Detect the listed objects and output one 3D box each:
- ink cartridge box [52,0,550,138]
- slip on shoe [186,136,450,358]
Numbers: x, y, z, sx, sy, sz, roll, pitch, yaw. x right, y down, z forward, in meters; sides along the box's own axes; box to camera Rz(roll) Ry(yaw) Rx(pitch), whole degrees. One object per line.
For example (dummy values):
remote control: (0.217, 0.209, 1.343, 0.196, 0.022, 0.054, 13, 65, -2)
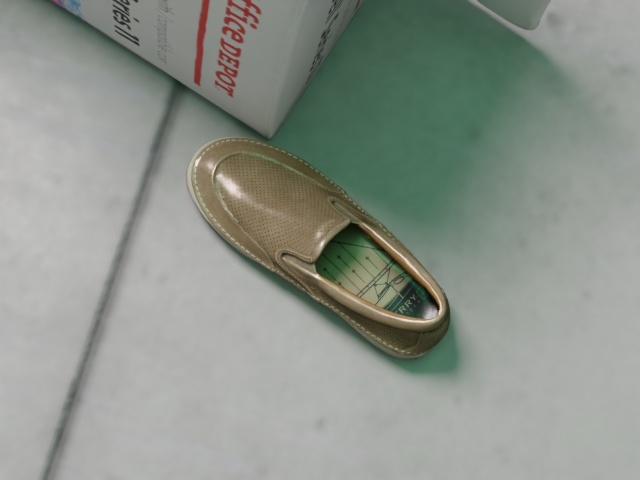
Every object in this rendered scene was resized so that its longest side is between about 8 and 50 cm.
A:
ink cartridge box: (-0.069, -0.168, 0.805, 0.353, 0.207, 0.119, 32, 74, 3)
slip on shoe: (0.000, 0.000, 0.857, 0.135, 0.041, 0.051, 42, 77, 5)
